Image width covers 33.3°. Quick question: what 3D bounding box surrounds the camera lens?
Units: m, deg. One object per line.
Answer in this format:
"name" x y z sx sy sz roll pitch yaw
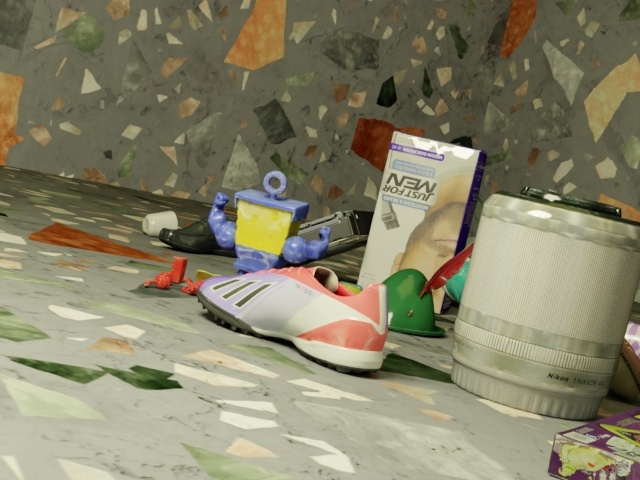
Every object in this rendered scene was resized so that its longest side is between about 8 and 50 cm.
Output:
"camera lens" 0.299 0.075 1.417 0.219 0.274 0.219 13 4 -1

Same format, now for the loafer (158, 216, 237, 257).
"loafer" -0.250 -0.013 2.258 0.076 0.078 0.223 16 5 39

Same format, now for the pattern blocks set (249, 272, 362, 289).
"pattern blocks set" -0.011 0.087 2.014 0.285 0.026 0.325 13 4 -5

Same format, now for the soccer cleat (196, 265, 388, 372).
"soccer cleat" -0.037 0.079 1.416 0.318 0.116 0.108 17 6 42

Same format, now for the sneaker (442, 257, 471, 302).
"sneaker" 0.377 0.131 1.994 0.295 0.124 0.178 23 10 -23

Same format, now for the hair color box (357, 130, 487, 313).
"hair color box" 0.207 -0.037 2.182 0.185 0.339 0.110 14 6 17

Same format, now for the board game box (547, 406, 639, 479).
"board game box" 0.395 0.238 1.131 0.208 0.056 0.347 11 3 32

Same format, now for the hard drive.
"hard drive" 0.000 0.000 2.259 0.237 0.064 0.339 -18 -5 15

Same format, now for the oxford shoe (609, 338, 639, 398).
"oxford shoe" 0.375 0.163 1.733 0.140 0.146 0.397 61 -10 -30

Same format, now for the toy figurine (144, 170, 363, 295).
"toy figurine" -0.071 0.003 1.650 0.362 0.217 0.191 14 4 20

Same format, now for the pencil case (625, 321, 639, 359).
"pencil case" 0.614 0.199 1.997 0.206 0.086 0.088 15 20 23

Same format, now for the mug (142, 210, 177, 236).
"mug" -0.362 -0.029 2.378 0.064 0.078 0.062 -1 44 -36

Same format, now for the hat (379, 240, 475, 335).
"hat" 0.155 0.056 1.845 0.173 0.183 0.208 15 5 33
